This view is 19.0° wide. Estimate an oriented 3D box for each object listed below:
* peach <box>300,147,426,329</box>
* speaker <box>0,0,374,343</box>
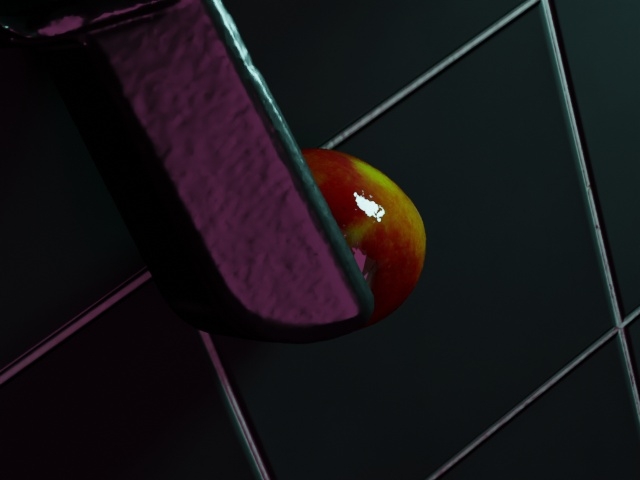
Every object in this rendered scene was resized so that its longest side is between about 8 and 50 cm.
[{"bbox_3d":[0.000,0.000,1.879,0.196,0.226,0.190,-21,96,13],"label":"peach"},{"bbox_3d":[-0.136,-0.060,1.626,0.184,0.180,0.388,-34,107,-23],"label":"speaker"}]
